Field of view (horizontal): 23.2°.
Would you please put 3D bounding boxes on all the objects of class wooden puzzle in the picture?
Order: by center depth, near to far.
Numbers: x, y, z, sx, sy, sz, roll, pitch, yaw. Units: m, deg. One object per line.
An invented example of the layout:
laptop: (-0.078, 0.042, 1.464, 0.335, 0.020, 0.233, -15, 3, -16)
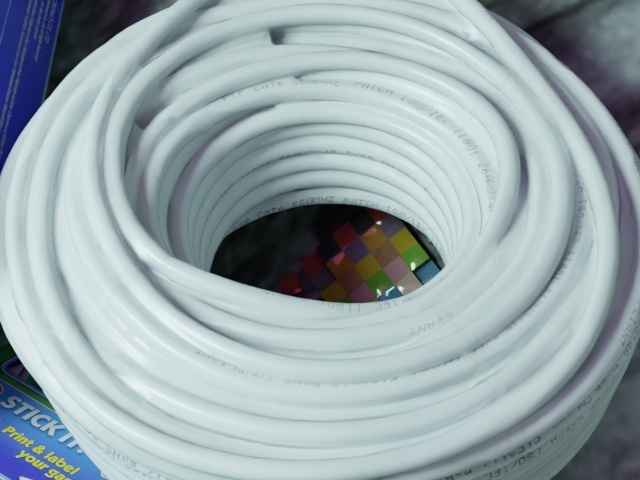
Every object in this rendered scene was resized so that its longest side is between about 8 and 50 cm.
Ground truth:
wooden puzzle: (0.022, 0.013, 0.701, 0.083, 0.006, 0.049, -38, 62, 5)

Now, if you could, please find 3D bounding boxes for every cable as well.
cable: (0.000, 0.000, 0.613, 0.257, 0.089, 0.257, -33, 58, -25)

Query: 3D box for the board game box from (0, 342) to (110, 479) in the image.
board game box: (-0.028, 0.132, 0.577, 0.317, 0.213, 0.046, 25, 123, 27)

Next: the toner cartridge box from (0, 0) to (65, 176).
toner cartridge box: (-0.211, -0.069, 0.700, 0.165, 0.075, 0.348, -15, 41, 14)
